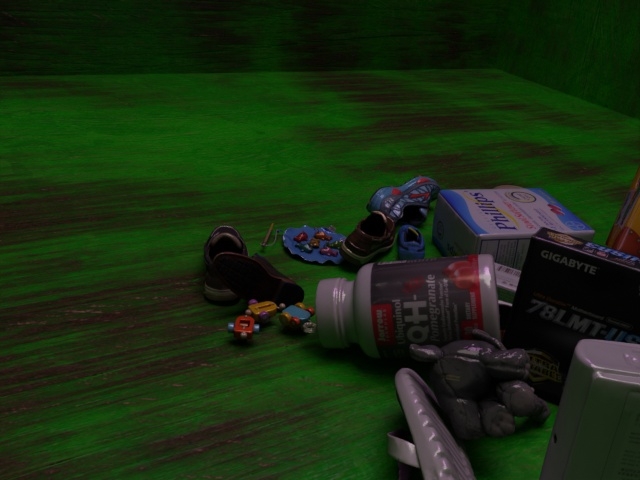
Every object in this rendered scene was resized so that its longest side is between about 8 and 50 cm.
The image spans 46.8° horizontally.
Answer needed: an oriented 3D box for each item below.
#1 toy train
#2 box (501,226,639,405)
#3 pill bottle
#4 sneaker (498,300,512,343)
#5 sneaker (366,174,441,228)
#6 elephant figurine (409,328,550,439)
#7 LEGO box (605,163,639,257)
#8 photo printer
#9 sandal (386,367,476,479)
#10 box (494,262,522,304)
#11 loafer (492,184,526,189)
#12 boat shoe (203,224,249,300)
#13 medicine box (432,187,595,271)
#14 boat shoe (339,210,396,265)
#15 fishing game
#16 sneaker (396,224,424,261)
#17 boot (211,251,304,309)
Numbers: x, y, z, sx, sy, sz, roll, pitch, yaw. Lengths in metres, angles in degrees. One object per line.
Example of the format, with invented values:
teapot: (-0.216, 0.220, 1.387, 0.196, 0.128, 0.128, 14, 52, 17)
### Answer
toy train: (-0.089, 0.161, 1.389, 0.166, 0.046, 0.125, 2, 27, -5)
box: (0.474, 0.159, 1.268, 0.295, 0.293, 0.073, 21, 28, 24)
pill bottle: (0.159, 0.123, 1.339, 0.318, 0.176, 0.176, -5, 23, 13)
sneaker: (0.293, 0.141, 1.490, 0.262, 0.099, 0.121, 8, 21, -2)
sneaker: (0.245, -0.087, 1.982, 0.261, 0.104, 0.125, -20, 54, -38)
elephant figurine: (0.264, 0.232, 1.191, 0.169, 0.186, 0.239, -17, -9, 15)
LEGO box: (0.958, -0.143, 1.732, 0.372, 0.500, 0.193, 22, 8, 11)
photo printer: (0.425, 0.289, 0.960, 0.255, 0.308, 0.107, 7, 24, 4)
sandal: (0.146, 0.318, 1.045, 0.102, 0.169, 0.416, -33, 18, 9)
box: (0.389, 0.113, 1.580, 0.101, 0.087, 0.102, 19, 28, 22)
loafer: (0.559, -0.075, 2.012, 0.268, 0.102, 0.092, 30, 27, 37)
boat shoe: (-0.200, 0.026, 1.577, 0.102, 0.092, 0.285, 6, 25, -5)
medicine box: (0.449, -0.008, 1.769, 0.289, 0.149, 0.263, -1, 26, -13)
boat shoe: (0.133, -0.023, 1.746, 0.095, 0.095, 0.257, 31, 27, 8)
fishing game: (0.000, 0.000, 1.756, 0.264, 0.041, 0.189, 14, 25, 6)
sneaker: (0.223, -0.006, 1.791, 0.069, 0.082, 0.209, 7, 24, 3)
boot: (-0.141, 0.068, 1.470, 0.219, 0.082, 0.106, 31, 3, -36)
